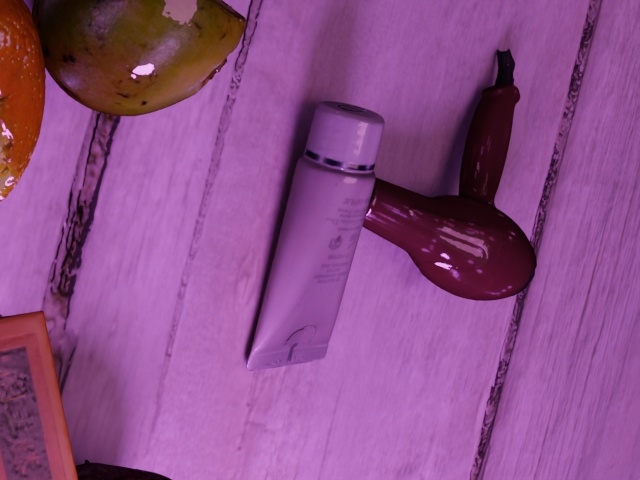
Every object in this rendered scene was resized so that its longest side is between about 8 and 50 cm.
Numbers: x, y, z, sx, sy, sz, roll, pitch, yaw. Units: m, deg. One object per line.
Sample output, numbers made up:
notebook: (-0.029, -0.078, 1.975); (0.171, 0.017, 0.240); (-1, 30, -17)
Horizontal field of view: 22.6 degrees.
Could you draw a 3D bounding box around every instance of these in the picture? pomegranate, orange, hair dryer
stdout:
pomegranate: (-0.194, -0.205, 1.441); (0.159, 0.190, 0.241); (-49, 142, 4)
orange: (-0.314, -0.140, 1.304); (0.158, 0.179, 0.237); (-59, 152, -45)
hair dryer: (0.174, -0.111, 2.022); (0.312, 0.123, 0.340); (29, 66, -40)

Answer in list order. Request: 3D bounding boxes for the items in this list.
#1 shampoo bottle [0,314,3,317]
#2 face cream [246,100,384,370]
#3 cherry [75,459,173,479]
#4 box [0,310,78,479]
shampoo bottle: (-0.330, 0.194, 1.461); (0.127, 0.078, 0.256); (-8, 102, -57)
face cream: (0.000, 0.000, 1.827); (0.143, 0.089, 0.314); (-4, 111, -52)
cherry: (-0.206, 0.313, 1.576); (0.195, 0.195, 0.195); (-19, 115, -48)
box: (-0.350, 0.169, 1.335); (0.274, 0.076, 0.174); (-12, 92, -31)
